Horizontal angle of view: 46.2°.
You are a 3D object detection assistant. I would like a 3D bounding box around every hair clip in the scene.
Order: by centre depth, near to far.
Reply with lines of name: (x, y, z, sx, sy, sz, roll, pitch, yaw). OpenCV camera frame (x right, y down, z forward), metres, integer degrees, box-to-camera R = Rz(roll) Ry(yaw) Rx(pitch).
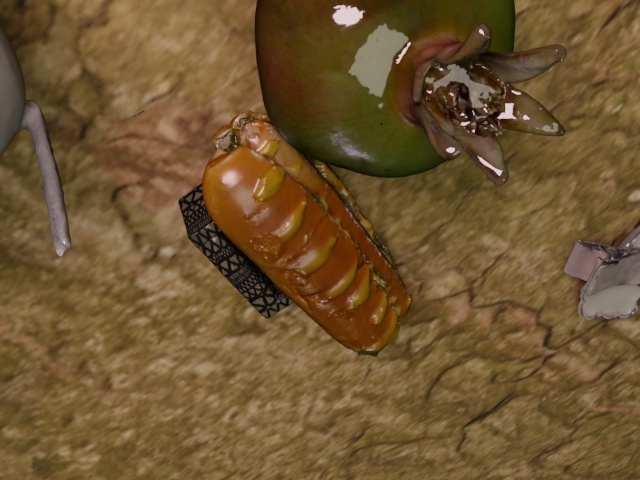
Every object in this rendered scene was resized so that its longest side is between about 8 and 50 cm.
hair clip: (0.361, 0.031, 0.809, 0.220, 0.054, 0.140, 0, 118, -24)

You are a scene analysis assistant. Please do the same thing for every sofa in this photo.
sofa: (-0.065, 0.007, 0.620, 0.039, 0.060, 0.118, -33, 129, 8)

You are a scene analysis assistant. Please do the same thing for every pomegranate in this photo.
pomegranate: (0.055, -0.117, 0.479, 0.181, 0.224, 0.182, -10, 119, -20)

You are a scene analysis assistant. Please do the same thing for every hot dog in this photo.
hot dog: (0.000, 0.000, 0.612, 0.072, 0.115, 0.269, -23, 137, 21)

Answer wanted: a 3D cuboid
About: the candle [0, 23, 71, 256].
candle: (-0.300, -0.098, 0.362, 0.342, 0.221, 0.221, 10, 119, -31)
